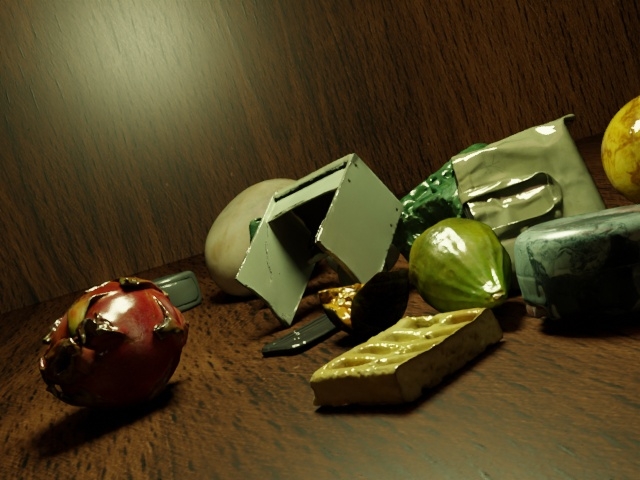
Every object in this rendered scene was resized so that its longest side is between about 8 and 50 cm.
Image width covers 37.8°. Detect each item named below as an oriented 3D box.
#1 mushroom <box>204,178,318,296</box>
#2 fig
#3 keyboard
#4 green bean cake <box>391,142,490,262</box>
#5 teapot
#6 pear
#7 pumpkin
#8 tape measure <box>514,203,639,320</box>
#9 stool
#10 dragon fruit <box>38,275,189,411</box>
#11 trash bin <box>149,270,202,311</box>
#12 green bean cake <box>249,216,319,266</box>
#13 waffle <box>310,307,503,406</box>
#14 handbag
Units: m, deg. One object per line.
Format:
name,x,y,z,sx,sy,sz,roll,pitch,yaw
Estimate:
mushroom,-0.130,0.010,2.484,0.362,0.294,0.362,-37,20,16
fig,0.248,0.063,1.563,0.167,0.167,0.233,-18,47,-17
keyboard,-0.001,0.167,1.784,0.106,0.016,0.262,-10,9,40
green bean cake,0.290,-0.057,1.939,0.300,0.169,0.308,-41,10,4
teapot,0.092,0.033,2.088,0.184,0.183,0.251,-15,19,8
pear,0.744,-0.195,2.029,0.281,0.280,0.281,-16,7,2
pumpkin,0.082,0.116,1.635,0.119,0.107,0.183,-12,-4,-35
tape measure,0.423,0.032,1.393,0.256,0.147,0.275,-12,4,17
stool,0.000,0.000,1.890,0.244,0.170,0.269,-25,30,39
dragon fruit,-0.349,0.181,1.620,0.250,0.250,0.315,-16,-11,-2
trash bin,-0.434,0.152,2.568,0.177,0.101,0.236,-21,5,-23
green bean cake,-0.064,0.038,2.220,0.194,0.208,0.107,-5,-1,3
waffle,0.124,0.165,1.343,0.168,0.057,0.274,-10,9,44
handbag,0.391,-0.061,1.700,0.253,0.315,0.109,-18,-25,8
